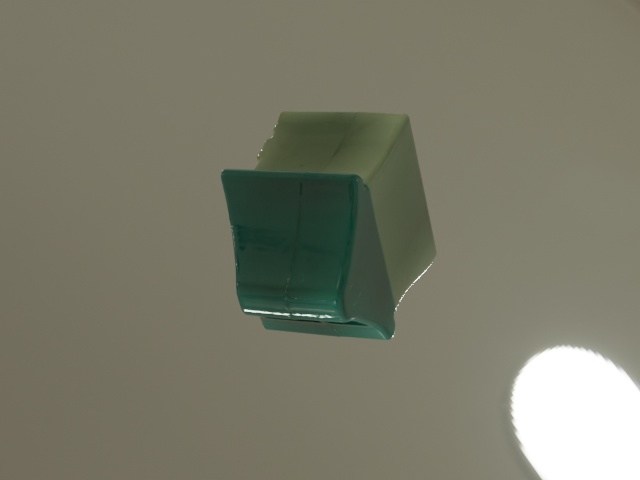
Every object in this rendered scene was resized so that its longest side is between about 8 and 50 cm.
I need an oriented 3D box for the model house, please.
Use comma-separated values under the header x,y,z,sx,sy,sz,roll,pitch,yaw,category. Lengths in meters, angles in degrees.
x,y,z,sx,sy,sz,roll,pitch,yaw,category
0.000,0.000,0.933,0.101,0.127,0.149,2,-146,25,model house
